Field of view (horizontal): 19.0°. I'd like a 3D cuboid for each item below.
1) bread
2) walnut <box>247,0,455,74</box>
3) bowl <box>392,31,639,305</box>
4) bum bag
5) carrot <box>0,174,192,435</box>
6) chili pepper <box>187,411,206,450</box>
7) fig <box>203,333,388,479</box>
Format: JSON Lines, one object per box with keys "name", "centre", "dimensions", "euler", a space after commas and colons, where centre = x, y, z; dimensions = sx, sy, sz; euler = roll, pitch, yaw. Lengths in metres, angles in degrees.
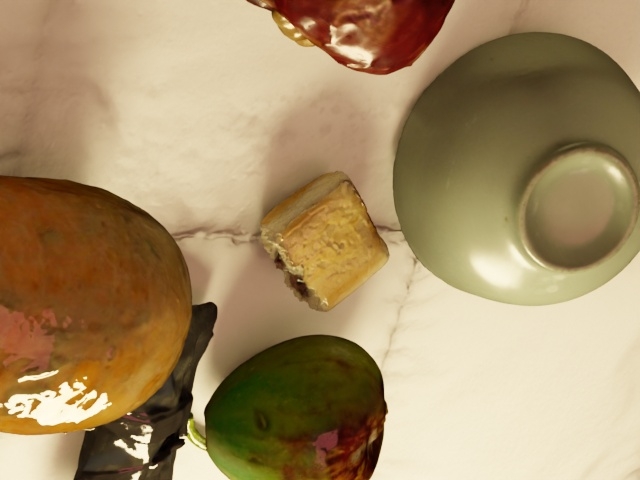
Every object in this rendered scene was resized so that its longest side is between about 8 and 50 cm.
{"name": "bread", "centre": [0.000, -0.001, 1.868], "dimensions": [0.106, 0.082, 0.125], "euler": [-43, 127, -16]}
{"name": "walnut", "centre": [0.038, -0.285, 1.607], "dimensions": [0.269, 0.221, 0.244], "euler": [-63, 165, 7]}
{"name": "bowl", "centre": [0.229, -0.051, 1.888], "dimensions": [0.289, 0.146, 0.289], "euler": [-7, 112, -17]}
{"name": "bum bag", "centre": [-0.182, 0.191, 1.883], "dimensions": [0.137, 0.074, 0.310], "euler": [-12, 129, -41]}
{"name": "carrot", "centre": [-0.283, 0.048, 1.598], "dimensions": [0.340, 0.224, 0.224], "euler": [11, 115, -39]}
{"name": "chili pepper", "centre": [-0.120, 0.200, 1.971], "dimensions": [0.030, 0.017, 0.083], "euler": [-43, 135, -3]}
{"name": "fig", "centre": [-0.023, 0.186, 1.930], "dimensions": [0.191, 0.181, 0.181], "euler": [2, 123, -9]}
